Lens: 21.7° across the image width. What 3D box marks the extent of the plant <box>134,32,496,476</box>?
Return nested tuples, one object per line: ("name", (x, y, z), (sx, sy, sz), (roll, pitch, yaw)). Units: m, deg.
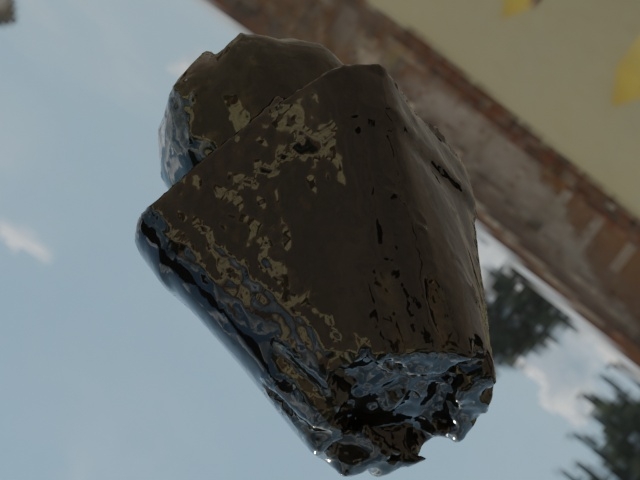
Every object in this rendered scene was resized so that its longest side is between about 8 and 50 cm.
("plant", (0.000, 0.000, 0.881), (0.142, 0.164, 0.256), (39, -159, -51))
